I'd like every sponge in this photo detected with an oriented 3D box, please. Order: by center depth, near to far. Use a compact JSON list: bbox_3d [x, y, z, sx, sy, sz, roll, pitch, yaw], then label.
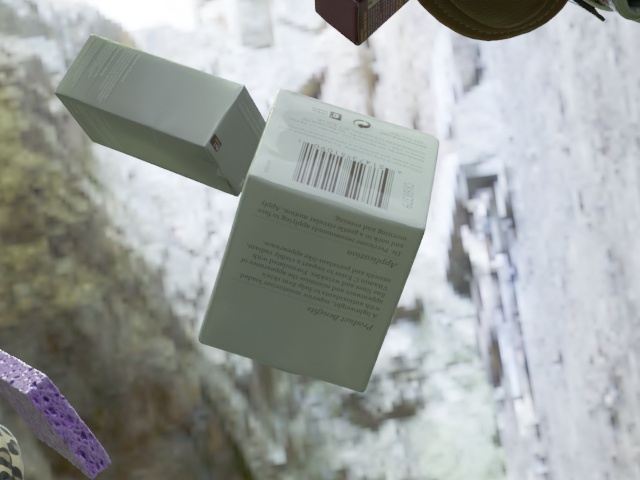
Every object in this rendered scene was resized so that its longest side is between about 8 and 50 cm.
[{"bbox_3d":[-0.292,0.175,1.652,0.117,0.031,0.210,55,162,-20],"label":"sponge"}]

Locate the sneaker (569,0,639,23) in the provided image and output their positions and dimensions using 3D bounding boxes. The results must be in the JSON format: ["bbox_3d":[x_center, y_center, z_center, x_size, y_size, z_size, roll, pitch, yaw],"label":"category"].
[{"bbox_3d":[0.195,-0.216,1.094,0.122,0.331,0.146,56,-127,-33],"label":"sneaker"}]

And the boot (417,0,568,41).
[{"bbox_3d":[0.048,-0.265,0.915,0.283,0.109,0.220,44,-158,-41],"label":"boot"}]

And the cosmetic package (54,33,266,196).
[{"bbox_3d":[-0.190,-0.153,1.936,0.107,0.238,0.127,-62,-25,-19],"label":"cosmetic package"}]

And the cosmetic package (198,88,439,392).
[{"bbox_3d":[0.000,0.000,1.349,0.151,0.151,0.183,-76,5,-55],"label":"cosmetic package"}]

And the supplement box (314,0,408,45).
[{"bbox_3d":[0.038,-0.179,1.054,0.043,0.083,0.055,41,162,17],"label":"supplement box"}]

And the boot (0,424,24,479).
[{"bbox_3d":[-0.360,0.236,1.162,0.284,0.138,0.377,46,-140,-49],"label":"boot"}]
